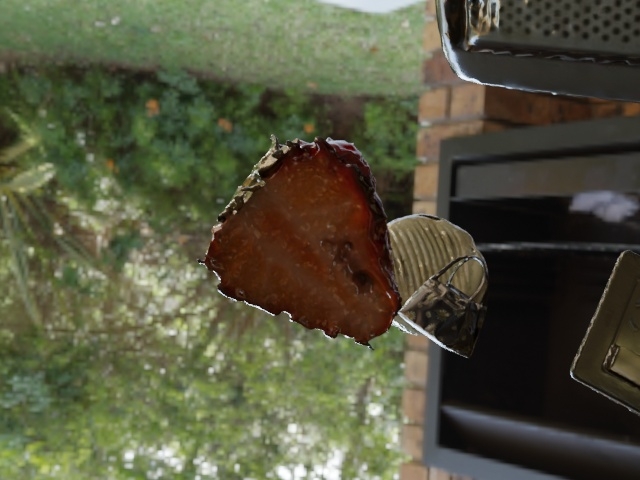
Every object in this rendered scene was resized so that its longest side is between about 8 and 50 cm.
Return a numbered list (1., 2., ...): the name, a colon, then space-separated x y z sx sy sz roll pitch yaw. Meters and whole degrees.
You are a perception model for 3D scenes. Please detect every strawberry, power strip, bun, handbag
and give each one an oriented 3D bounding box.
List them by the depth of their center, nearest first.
1. strawberry: 0.002 -0.018 1.429 0.280 0.253 0.150 23 -167 -4
2. handbag: 0.193 0.083 1.499 0.072 0.139 0.115 20 -168 -45
3. power strip: 0.578 0.183 1.829 0.257 0.251 0.092 30 162 -13
4. bun: 0.186 0.069 1.865 0.239 0.239 0.141 4 154 -6

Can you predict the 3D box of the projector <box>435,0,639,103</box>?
1. projector: 0.253 -0.314 0.706 0.242 0.405 0.395 11 -159 30
